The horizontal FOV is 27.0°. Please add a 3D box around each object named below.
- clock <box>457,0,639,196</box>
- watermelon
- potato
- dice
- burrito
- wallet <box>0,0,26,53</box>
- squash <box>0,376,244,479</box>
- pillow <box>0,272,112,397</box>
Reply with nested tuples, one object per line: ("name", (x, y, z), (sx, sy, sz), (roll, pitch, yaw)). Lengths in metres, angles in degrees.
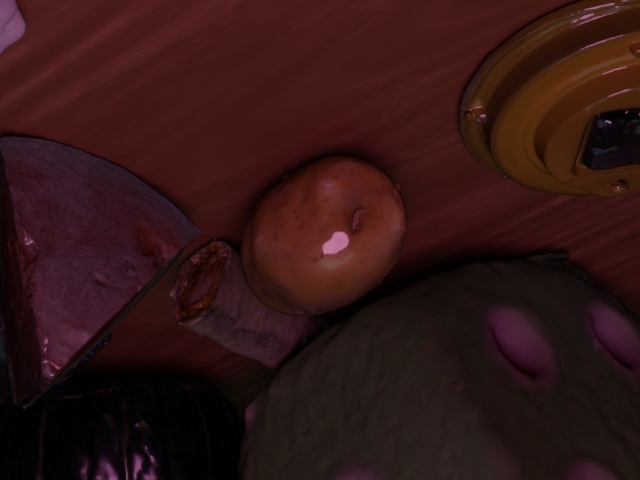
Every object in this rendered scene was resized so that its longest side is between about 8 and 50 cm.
("clock", (0.217, -0.089, 0.956), (0.237, 0.057, 0.237), (-6, 149, -4))
("watermelon", (-0.204, 0.040, 0.957), (0.207, 0.136, 0.202), (-61, 172, 16))
("potato", (0.000, 0.000, 1.008), (0.109, 0.118, 0.178), (35, 156, -3))
("dice", (0.145, 0.223, 1.154), (0.330, 0.322, 0.318), (0, 146, -45))
("burrito", (-0.055, 0.064, 1.135), (0.060, 0.087, 0.226), (-13, 154, 23))
("wallet", (-0.267, -0.148, 0.766), (0.124, 0.032, 0.183), (-23, 148, 23))
("squash", (-0.192, 0.209, 1.238), (0.252, 0.165, 0.252), (-5, 162, -2))
("pillow", (-0.341, 0.071, 1.064), (0.335, 0.093, 0.161), (8, 150, -24))
